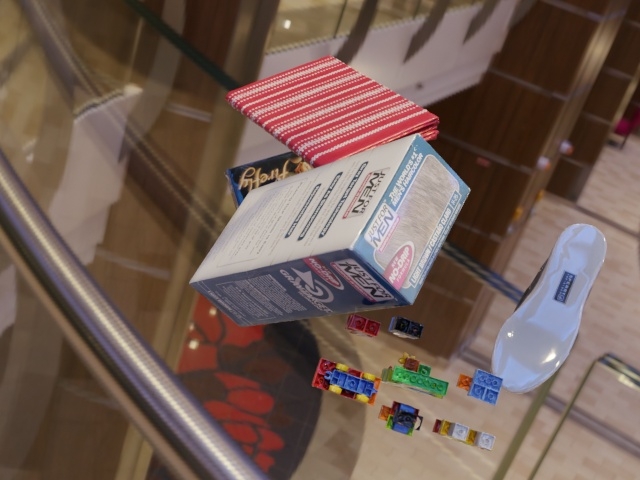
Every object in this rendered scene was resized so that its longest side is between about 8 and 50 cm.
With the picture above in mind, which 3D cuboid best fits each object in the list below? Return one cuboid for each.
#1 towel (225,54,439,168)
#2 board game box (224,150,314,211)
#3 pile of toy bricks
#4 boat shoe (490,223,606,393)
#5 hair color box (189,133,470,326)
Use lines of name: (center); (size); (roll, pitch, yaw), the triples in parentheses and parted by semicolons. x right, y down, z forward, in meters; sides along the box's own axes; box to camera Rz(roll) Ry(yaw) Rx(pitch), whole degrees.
towel: (0.013, -0.181, 1.344); (0.199, 0.031, 0.275); (-25, 41, -25)
board game box: (-0.022, -0.074, 1.602); (0.243, 0.165, 0.042); (-18, 1, -13)
pile of toy bricks: (0.098, 0.157, 1.055); (0.212, 0.118, 0.105); (21, -11, -6)
boat shoe: (0.264, 0.084, 1.104); (0.080, 0.076, 0.228); (24, 70, 12)
hair color box: (0.000, 0.000, 1.145); (0.105, 0.347, 0.174); (43, 60, -23)
